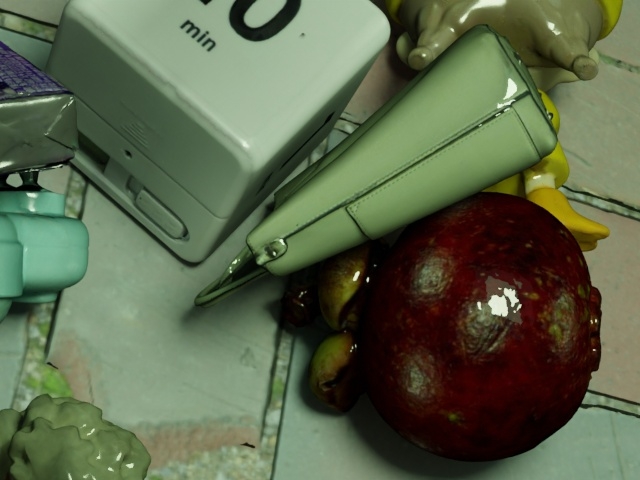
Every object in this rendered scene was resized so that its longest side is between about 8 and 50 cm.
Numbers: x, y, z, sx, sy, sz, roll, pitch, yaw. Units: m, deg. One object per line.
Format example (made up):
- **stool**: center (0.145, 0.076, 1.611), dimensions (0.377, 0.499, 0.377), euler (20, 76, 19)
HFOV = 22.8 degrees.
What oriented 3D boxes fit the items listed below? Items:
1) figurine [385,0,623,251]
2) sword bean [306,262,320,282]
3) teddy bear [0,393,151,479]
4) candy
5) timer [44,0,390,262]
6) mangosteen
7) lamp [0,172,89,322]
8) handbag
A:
- **figurine**: center (0.167, -0.153, 1.411), dimensions (0.215, 0.187, 0.343), euler (1, 69, -6)
- **sword bean**: center (0.000, 0.000, 1.358), dimensions (0.012, 0.012, 0.083), euler (20, 60, -10)
- **teddy bear**: center (-0.308, 0.265, 0.995), dimensions (0.357, 0.224, 0.367), euler (12, 60, 7)
- **candy**: center (-0.278, -0.124, 1.190), dimensions (0.088, 0.061, 0.312), euler (-10, 27, -27)
- **timer**: center (-0.092, -0.134, 1.285), dimensions (0.192, 0.194, 0.195), euler (41, 59, 4)
- **mangosteen**: center (0.093, 0.069, 1.259), dimensions (0.258, 0.215, 0.215), euler (-1, 59, 14)
- **lamp**: center (-0.297, 0.015, 1.138), dimensions (0.284, 0.209, 0.147), euler (-24, 110, -43)
- **handbag**: center (0.025, -0.052, 1.229), dimensions (0.315, 0.241, 0.109), euler (-27, 96, 9)
